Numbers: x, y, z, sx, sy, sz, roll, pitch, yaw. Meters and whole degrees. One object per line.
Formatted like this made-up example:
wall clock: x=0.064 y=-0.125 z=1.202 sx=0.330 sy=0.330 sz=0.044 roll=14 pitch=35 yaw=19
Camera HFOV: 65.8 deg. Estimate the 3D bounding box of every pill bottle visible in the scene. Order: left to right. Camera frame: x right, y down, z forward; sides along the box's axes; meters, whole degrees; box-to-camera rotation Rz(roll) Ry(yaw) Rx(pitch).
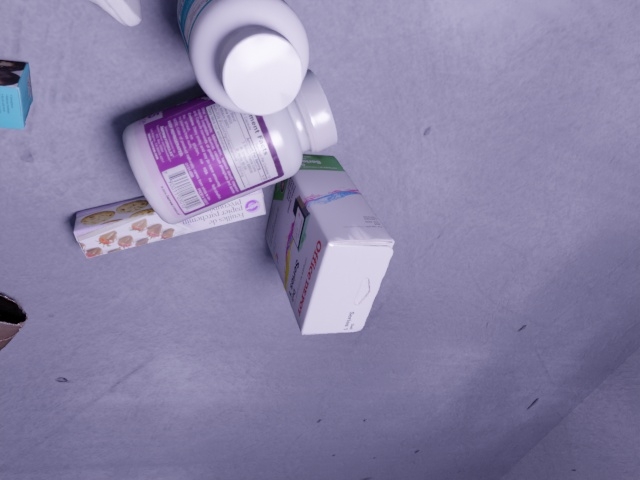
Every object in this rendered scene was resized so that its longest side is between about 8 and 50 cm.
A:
pill bottle: x=-0.133 y=-0.155 z=0.779 sx=0.301 sy=0.169 sz=0.169 roll=-23 pitch=132 yaw=-4
pill bottle: x=-0.102 y=-0.259 z=0.641 sx=0.146 sy=0.264 sz=0.146 roll=-11 pitch=131 yaw=-13

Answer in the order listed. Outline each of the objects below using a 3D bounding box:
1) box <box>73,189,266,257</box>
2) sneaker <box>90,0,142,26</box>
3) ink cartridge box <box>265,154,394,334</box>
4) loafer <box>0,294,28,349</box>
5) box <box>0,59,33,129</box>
box: x=-0.263 y=-0.049 z=0.882 sx=0.323 sy=0.067 sz=0.063 roll=-14 pitch=131 yaw=-10
sneaker: x=-0.322 y=-0.350 z=0.616 sx=0.094 sy=0.080 sz=0.212 roll=-29 pitch=127 yaw=18
ink cartridge box: x=0.000 y=0.000 z=0.885 sx=0.116 sy=0.278 sz=0.202 roll=0 pitch=127 yaw=-22
loafer: x=-0.629 y=0.066 z=0.796 sx=0.130 sy=0.134 sz=0.366 roll=-30 pitch=142 yaw=-2
box: x=-0.514 y=-0.199 z=0.632 sx=0.244 sy=0.101 sz=0.060 roll=0 pitch=127 yaw=-22
